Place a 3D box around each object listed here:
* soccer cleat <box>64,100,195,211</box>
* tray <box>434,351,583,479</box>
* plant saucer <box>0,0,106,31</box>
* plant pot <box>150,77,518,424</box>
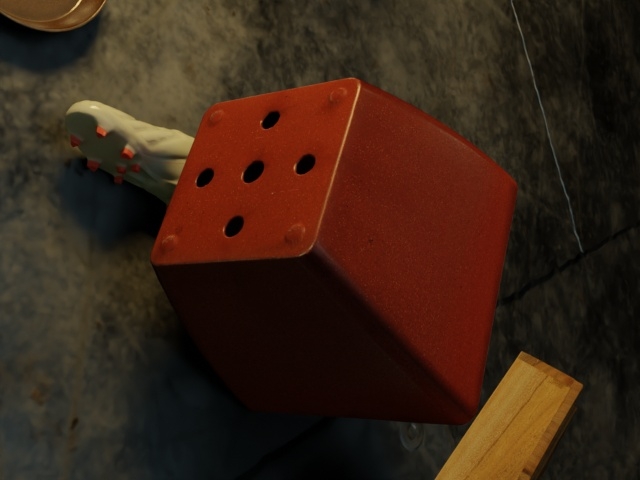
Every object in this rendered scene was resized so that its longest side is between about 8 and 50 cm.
[{"bbox_3d":[-0.165,-0.086,0.884,0.196,0.068,0.076,38,51,-44],"label":"soccer cleat"},{"bbox_3d":[0.141,0.324,0.935,0.203,0.076,0.411,-42,154,-42],"label":"tray"},{"bbox_3d":[-0.267,-0.269,0.835,0.168,0.029,0.168,11,75,-45],"label":"plant saucer"},{"bbox_3d":[0.000,0.000,0.864,0.236,0.267,0.267,44,53,-44],"label":"plant pot"}]
